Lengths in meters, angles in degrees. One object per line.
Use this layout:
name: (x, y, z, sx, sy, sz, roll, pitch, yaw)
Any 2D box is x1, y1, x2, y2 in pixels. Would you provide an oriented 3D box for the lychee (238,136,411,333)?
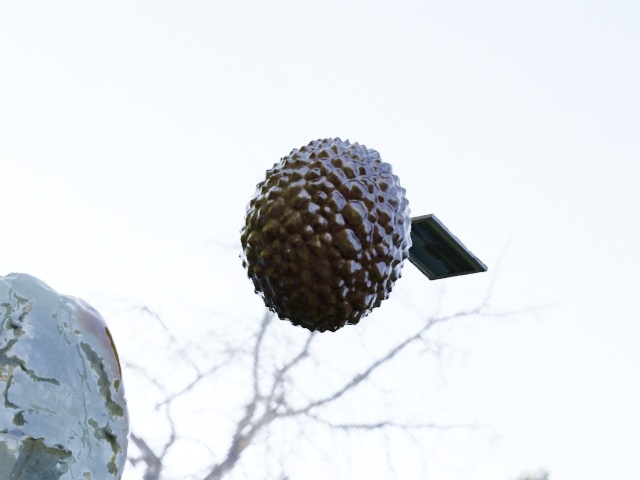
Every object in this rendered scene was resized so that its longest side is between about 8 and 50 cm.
lychee: (0.000, 0.000, 1.282, 0.200, 0.200, 0.238, 47, -50, 8)

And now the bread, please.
bread: (-0.310, 0.170, 1.006, 0.279, 0.250, 0.225, -22, -35, 24)

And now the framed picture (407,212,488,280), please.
framed picture: (0.164, 0.011, 1.758, 0.109, 0.011, 0.149, -13, -42, 41)
